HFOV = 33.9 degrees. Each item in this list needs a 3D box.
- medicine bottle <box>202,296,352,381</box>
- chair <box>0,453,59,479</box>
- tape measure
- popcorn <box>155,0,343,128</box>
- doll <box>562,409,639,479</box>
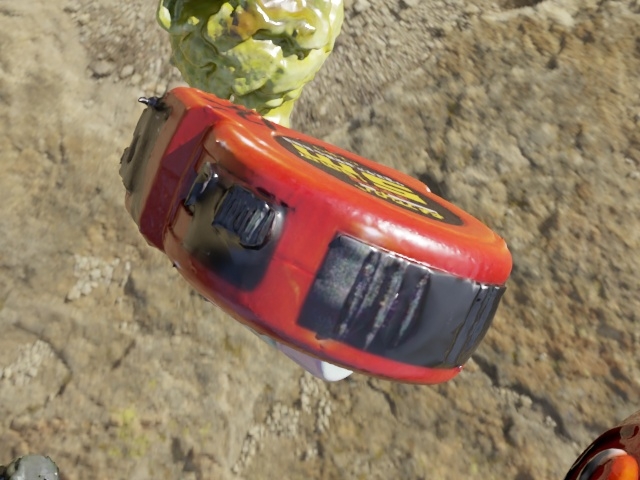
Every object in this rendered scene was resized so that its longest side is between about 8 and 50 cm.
[{"bbox_3d":[-0.020,0.046,1.039,0.168,0.135,0.135,35,108,26],"label":"medicine bottle"},{"bbox_3d":[-0.410,-0.014,0.505,0.410,0.362,0.365,-21,70,35],"label":"chair"},{"bbox_3d":[0.000,0.000,0.727,0.253,0.260,0.114,18,104,-28],"label":"tape measure"},{"bbox_3d":[-0.103,-0.309,1.504,0.293,0.237,0.293,3,82,-20],"label":"popcorn"},{"bbox_3d":[0.142,0.130,0.463,0.085,0.217,0.183,26,106,13],"label":"doll"}]
